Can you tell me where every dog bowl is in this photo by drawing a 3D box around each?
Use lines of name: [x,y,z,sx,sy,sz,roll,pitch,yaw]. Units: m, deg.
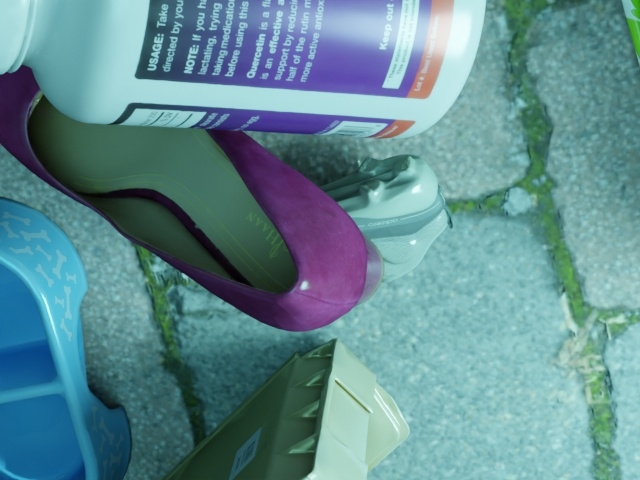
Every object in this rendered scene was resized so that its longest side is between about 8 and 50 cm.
dog bowl: [-0.259,0.115,1.088,0.166,0.074,0.297,-11,107,7]

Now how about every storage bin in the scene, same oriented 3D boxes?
storage bin: [-0.051,0.232,1.018,0.123,0.262,0.260,44,106,-9]

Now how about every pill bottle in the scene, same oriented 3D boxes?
pill bottle: [-0.068,-0.162,0.870,0.323,0.181,0.181,1,111,-26]

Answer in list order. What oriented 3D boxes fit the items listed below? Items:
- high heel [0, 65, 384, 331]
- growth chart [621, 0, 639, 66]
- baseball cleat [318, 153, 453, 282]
high heel: [-0.128,-0.062,0.925,0.377,0.181,0.127,26,95,14]
growth chart: [0.320,-0.222,0.972,0.237,0.021,0.172,-23,105,9]
baseball cleat: [0.000,0.000,1.037,0.206,0.072,0.109,-13,130,21]
